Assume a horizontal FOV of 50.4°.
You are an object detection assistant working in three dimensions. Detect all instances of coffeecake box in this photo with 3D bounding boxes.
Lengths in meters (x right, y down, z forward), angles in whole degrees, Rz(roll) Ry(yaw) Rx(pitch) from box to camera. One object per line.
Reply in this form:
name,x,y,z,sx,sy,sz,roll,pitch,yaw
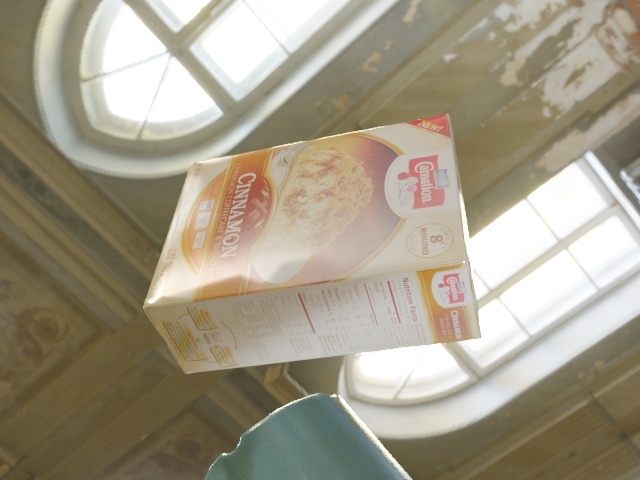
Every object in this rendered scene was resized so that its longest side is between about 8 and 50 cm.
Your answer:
coffeecake box,0.000,0.000,0.437,0.142,0.186,0.068,-85,-19,-47

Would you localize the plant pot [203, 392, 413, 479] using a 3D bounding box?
plant pot,0.018,0.426,0.971,0.334,0.341,0.341,50,-168,29
